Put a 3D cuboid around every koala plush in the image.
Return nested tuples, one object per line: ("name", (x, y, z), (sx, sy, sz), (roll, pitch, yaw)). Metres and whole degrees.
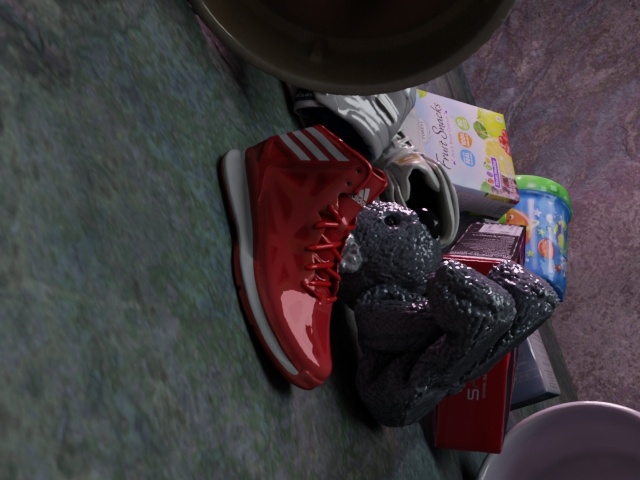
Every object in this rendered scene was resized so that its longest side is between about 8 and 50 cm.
("koala plush", (0.076, 0.047, 0.921), (0.221, 0.203, 0.196), (52, 23, 20))

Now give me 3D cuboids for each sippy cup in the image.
("sippy cup", (0.399, 0.023, 1.875), (0.306, 0.240, 0.224), (15, 57, -21))

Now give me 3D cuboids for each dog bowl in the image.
("dog bowl", (0.322, 0.332, 1.116), (0.264, 0.265, 0.104), (-94, 158, -47))

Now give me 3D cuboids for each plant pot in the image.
("plant pot", (0.043, -0.364, 0.931), (0.333, 0.334, 0.305), (59, 25, -29))

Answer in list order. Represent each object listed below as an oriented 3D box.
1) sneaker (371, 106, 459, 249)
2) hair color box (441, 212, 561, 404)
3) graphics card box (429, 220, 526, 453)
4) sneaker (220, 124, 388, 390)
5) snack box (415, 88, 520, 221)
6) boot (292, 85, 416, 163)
("sneaker", (0.105, -0.124, 1.211), (0.169, 0.108, 0.292), (-157, -136, -82))
("hair color box", (0.273, 0.091, 1.541), (0.185, 0.114, 0.374), (27, 45, -67))
("graphics card box", (0.216, 0.109, 1.229), (0.371, 0.094, 0.232), (-27, 120, -75))
("sneaker", (0.000, 0.000, 0.751), (0.087, 0.128, 0.221), (28, 41, -64))
("snack box", (0.196, -0.136, 1.441), (0.207, 0.070, 0.174), (11, 55, -23))
("boot", (-0.003, -0.202, 1.073), (0.258, 0.095, 0.123), (39, 59, -17))
